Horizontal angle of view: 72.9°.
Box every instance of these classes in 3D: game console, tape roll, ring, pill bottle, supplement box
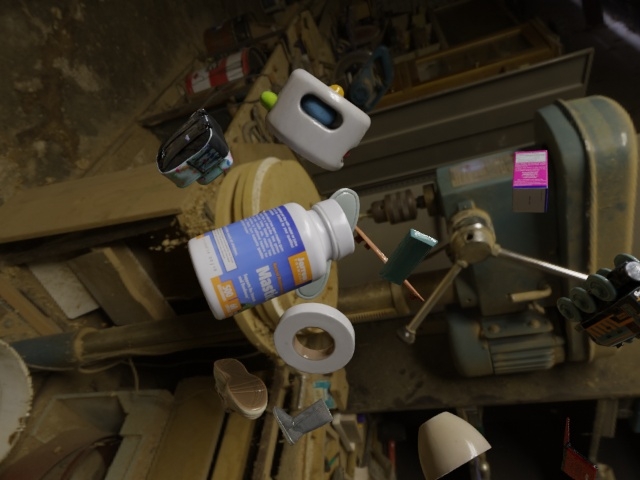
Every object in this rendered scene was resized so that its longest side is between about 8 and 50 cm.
[{"bbox_3d":[0.707,0.583,1.184,0.124,0.085,0.144,34,-28,47],"label":"game console"},{"bbox_3d":[-0.031,0.471,2.059,0.072,0.391,0.393,-76,150,-60],"label":"tape roll"},{"bbox_3d":[0.175,0.056,1.256,0.337,0.032,0.336,48,6,-6],"label":"ring"},{"bbox_3d":[-0.083,0.023,0.779,0.152,0.271,0.153,159,-90,-78],"label":"pill bottle"},{"bbox_3d":[0.747,-0.212,1.545,0.220,0.113,0.111,-63,145,-39],"label":"supplement box"}]

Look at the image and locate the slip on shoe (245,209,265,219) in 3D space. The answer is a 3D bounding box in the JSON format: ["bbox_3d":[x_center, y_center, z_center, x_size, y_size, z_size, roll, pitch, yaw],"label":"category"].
[{"bbox_3d":[-0.224,-0.058,1.395,0.041,0.051,0.135,41,56,-8],"label":"slip on shoe"}]

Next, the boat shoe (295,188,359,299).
[{"bbox_3d":[0.000,0.000,1.110,0.114,0.303,0.091,24,11,-23],"label":"boat shoe"}]

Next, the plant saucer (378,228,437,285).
[{"bbox_3d":[0.198,0.046,1.008,0.192,0.067,0.018,115,-1,-51],"label":"plant saucer"}]

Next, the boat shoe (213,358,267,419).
[{"bbox_3d":[-0.234,0.436,1.234,0.109,0.302,0.098,2,97,-31],"label":"boat shoe"}]

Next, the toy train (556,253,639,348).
[{"bbox_3d":[0.753,0.172,1.109,0.190,0.142,0.334,55,-12,25],"label":"toy train"}]

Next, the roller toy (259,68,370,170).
[{"bbox_3d":[0.000,-0.248,0.884,0.209,0.146,0.191,16,25,-49],"label":"roller toy"}]

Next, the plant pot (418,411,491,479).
[{"bbox_3d":[0.501,0.807,1.734,0.191,0.284,0.284,59,5,32],"label":"plant pot"}]

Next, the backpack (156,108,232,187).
[{"bbox_3d":[-0.451,-0.309,1.542,0.191,0.253,0.225,49,9,-49],"label":"backpack"}]

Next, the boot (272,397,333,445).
[{"bbox_3d":[-0.075,0.723,1.810,0.190,0.208,0.076,51,-4,27],"label":"boot"}]
